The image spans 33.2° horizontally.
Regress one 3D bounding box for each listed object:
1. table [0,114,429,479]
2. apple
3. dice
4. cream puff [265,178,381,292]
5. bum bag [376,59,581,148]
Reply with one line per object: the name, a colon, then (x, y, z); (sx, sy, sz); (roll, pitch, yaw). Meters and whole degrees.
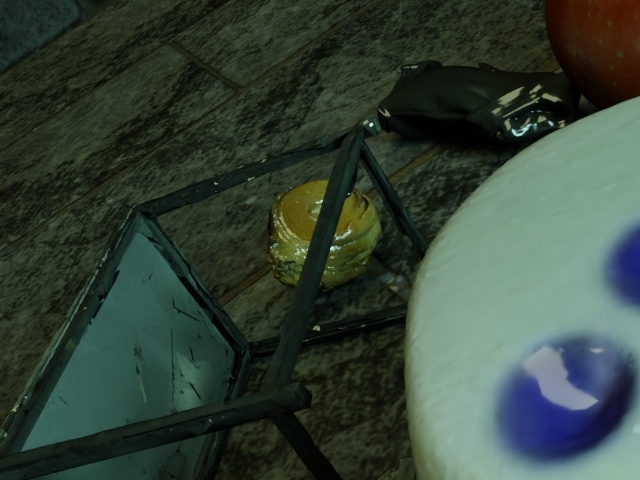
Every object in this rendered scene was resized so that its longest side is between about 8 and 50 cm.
table: (-0.048, 0.109, 0.883); (0.272, 0.222, 0.335); (-18, 32, 25)
apple: (0.347, -0.225, 1.032); (0.260, 0.216, 0.260); (-25, 30, 15)
dice: (0.224, 0.114, 0.531); (0.277, 0.304, 0.304); (-21, 31, 17)
cream puff: (0.000, 0.000, 1.125); (0.119, 0.104, 0.133); (18, 56, 13)
bum bag: (0.177, -0.157, 1.238); (0.142, 0.079, 0.326); (-33, 25, -19)
